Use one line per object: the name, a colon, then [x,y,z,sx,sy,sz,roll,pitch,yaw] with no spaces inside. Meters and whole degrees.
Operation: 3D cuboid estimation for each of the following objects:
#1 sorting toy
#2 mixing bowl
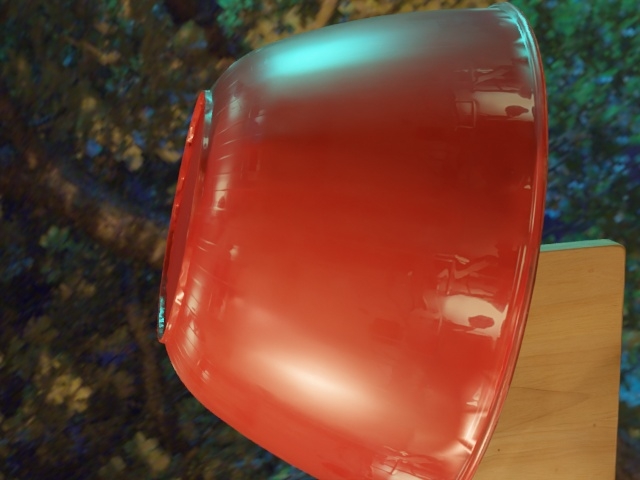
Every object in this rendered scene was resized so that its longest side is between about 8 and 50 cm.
sorting toy: [0.146,0.125,1.310,0.257,0.089,0.255,-5,-74,-15]
mixing bowl: [0.000,0.000,0.474,0.098,0.181,0.181,9,-115,-11]
